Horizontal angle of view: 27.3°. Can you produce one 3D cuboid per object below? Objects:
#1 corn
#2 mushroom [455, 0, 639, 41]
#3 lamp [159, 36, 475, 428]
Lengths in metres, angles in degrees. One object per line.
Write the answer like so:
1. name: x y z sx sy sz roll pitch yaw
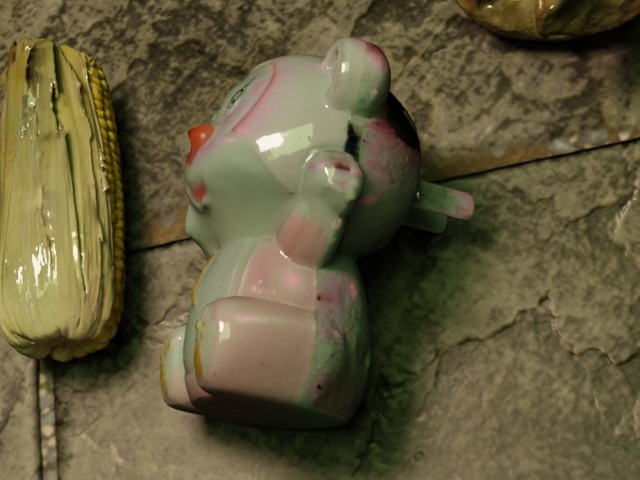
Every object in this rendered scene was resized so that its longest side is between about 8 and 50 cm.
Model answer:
1. corn: -0.241 -0.041 1.194 0.122 0.123 0.305 -14 62 9
2. mushroom: 0.240 -0.288 1.198 0.217 0.212 0.292 2 55 -29
3. lamp: 0.000 0.000 1.084 0.247 0.247 0.301 13 73 -14
